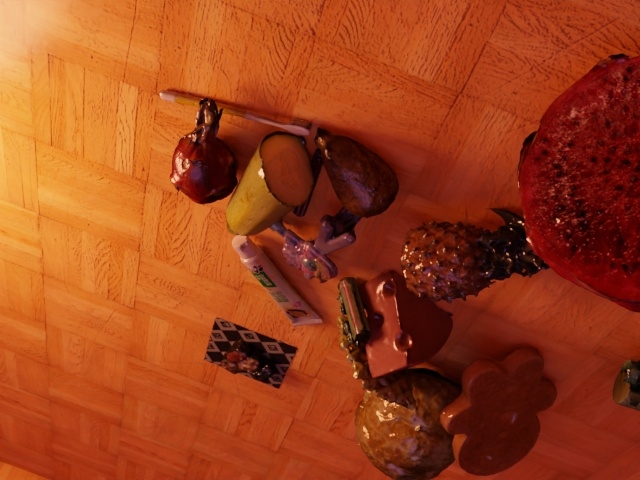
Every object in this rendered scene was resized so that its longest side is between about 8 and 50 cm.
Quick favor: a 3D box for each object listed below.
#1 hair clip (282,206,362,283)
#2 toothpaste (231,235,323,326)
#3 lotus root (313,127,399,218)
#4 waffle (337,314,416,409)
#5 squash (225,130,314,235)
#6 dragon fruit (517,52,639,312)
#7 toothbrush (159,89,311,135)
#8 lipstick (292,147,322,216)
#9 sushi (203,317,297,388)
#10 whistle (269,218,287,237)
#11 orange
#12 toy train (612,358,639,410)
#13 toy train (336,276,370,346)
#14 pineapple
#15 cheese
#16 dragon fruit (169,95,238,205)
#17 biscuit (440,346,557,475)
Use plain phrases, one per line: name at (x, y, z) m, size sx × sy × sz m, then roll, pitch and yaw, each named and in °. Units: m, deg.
hair clip at (-0.004, 0.008, 1.570) m, size 0.137 × 0.090 × 0.278 m, roll 36°, pitch 138°, yaw -5°
toothpaste at (-0.099, 0.096, 1.746) m, size 0.058 × 0.056 × 0.314 m, roll 38°, pitch 168°, yaw 51°
lotus root at (0.058, -0.122, 1.398) m, size 0.108 × 0.094 × 0.191 m, roll -41°, pitch 111°, yaw 9°
waffle at (0.122, 0.268, 1.735) m, size 0.214 × 0.208 × 0.054 m, roll 32°, pitch 112°, yaw -31°
squash at (-0.112, -0.063, 1.479) m, size 0.137 × 0.137 × 0.287 m, roll 29°, pitch 136°, yaw -11°
dragon fruit at (0.484, -0.067, 1.104) m, size 0.386 × 0.371 × 0.249 m, roll -34°, pitch 149°, yaw 15°
toothbrush at (-0.153, -0.233, 1.413) m, size 0.288 × 0.024 × 0.021 m, roll 15°, pitch 138°, yaw 9°
lipstick at (-0.020, -0.109, 1.495) m, size 0.027 × 0.027 × 0.177 m, roll 21°, pitch 139°, yaw -1°
sushi at (-0.192, 0.311, 2.024) m, size 0.219 × 0.047 × 0.231 m, roll 21°, pitch 140°, yaw -1°
whistle at (-0.097, -0.041, 1.594) m, size 0.035 × 0.035 × 0.100 m, roll -15°, pitch 130°, yaw 35°
orange at (0.227, 0.467, 1.908) m, size 0.270 × 0.211 × 0.369 m, roll 15°, pitch 139°, yaw -11°
toy train at (0.739, 0.329, 1.594) m, size 0.307 × 0.126 × 0.190 m, roll 18°, pitch 141°, yaw 2°
toy train at (0.067, 0.152, 1.666) m, size 0.038 × 0.148 × 0.071 m, roll -4°, pitch 146°, yaw -17°
pineapple at (0.324, 0.013, 1.386) m, size 0.364 × 0.166 × 0.166 m, roll -14°, pitch 130°, yaw 32°
cheese at (0.166, 0.199, 1.645) m, size 0.203 × 0.177 × 0.128 m, roll 39°, pitch 136°, yaw -23°
dragon fruit at (-0.211, -0.163, 1.447) m, size 0.125 × 0.125 × 0.246 m, roll 26°, pitch 136°, yaw 9°
biscuit at (0.397, 0.388, 1.765) m, size 0.275 × 0.052 × 0.355 m, roll -15°, pitch 126°, yaw -10°
